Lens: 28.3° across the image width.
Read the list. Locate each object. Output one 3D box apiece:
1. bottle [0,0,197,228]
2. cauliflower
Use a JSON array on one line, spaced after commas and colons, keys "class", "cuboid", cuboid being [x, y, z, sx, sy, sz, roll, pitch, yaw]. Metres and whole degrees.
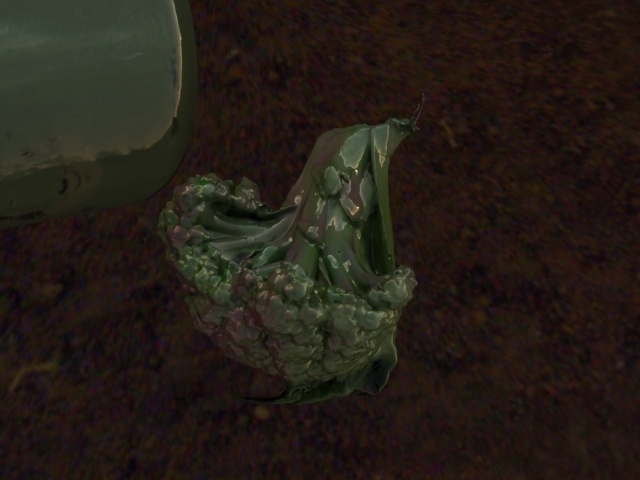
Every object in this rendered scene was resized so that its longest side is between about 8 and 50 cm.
[{"class": "bottle", "cuboid": [-0.236, -0.072, 0.561, 0.347, 0.168, 0.168, -12, 105, -30]}, {"class": "cauliflower", "cuboid": [0.000, 0.000, 1.134, 0.239, 0.256, 0.315, 19, 81, 22]}]
